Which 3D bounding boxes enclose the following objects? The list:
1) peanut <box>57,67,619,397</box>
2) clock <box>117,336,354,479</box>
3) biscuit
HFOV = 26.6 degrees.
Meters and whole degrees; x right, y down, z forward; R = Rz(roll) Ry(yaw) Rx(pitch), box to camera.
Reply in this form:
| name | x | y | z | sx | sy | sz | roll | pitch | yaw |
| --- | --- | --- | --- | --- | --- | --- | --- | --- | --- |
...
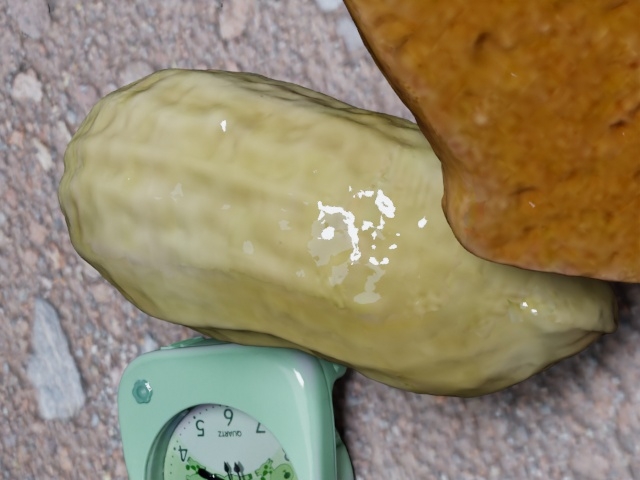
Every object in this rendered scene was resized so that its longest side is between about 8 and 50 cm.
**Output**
| name | x | y | z | sx | sy | sz | roll | pitch | yaw |
| --- | --- | --- | --- | --- | --- | --- | --- | --- | --- |
| peanut | -0.002 | -0.003 | 0.775 | 0.340 | 0.158 | 0.174 | 17 | 143 | 33 |
| clock | -0.050 | 0.167 | 0.890 | 0.159 | 0.066 | 0.210 | -5 | 93 | 32 |
| biscuit | 0.204 | -0.162 | 0.574 | 0.350 | 0.078 | 0.455 | 29 | 116 | -15 |
